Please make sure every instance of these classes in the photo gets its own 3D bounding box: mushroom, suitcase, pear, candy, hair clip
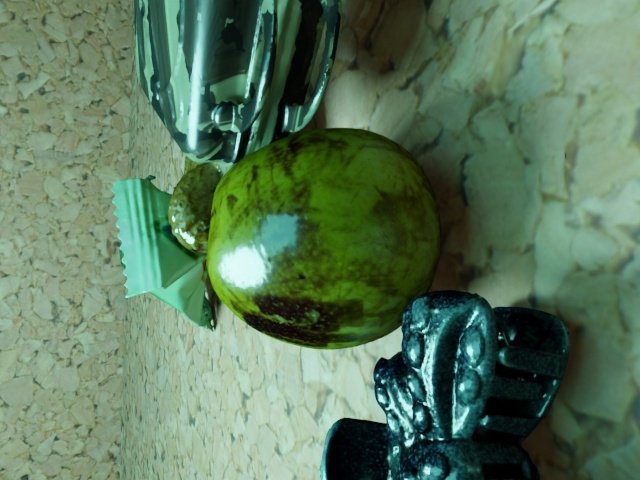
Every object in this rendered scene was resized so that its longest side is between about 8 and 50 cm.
[{"bbox_3d":[-0.170,-0.120,0.824,0.345,0.239,0.345,-20,56,33],"label":"mushroom"},{"bbox_3d":[-0.098,-0.269,0.515,0.339,0.194,0.351,51,139,33],"label":"suitcase"},{"bbox_3d":[0.000,0.000,0.505,0.284,0.284,0.283,-3,86,54],"label":"pear"},{"bbox_3d":[-0.342,0.057,1.000,0.398,0.172,0.262,93,166,-64],"label":"candy"},{"bbox_3d":[0.124,0.206,0.375,0.206,0.195,0.310,132,148,-52],"label":"hair clip"}]
